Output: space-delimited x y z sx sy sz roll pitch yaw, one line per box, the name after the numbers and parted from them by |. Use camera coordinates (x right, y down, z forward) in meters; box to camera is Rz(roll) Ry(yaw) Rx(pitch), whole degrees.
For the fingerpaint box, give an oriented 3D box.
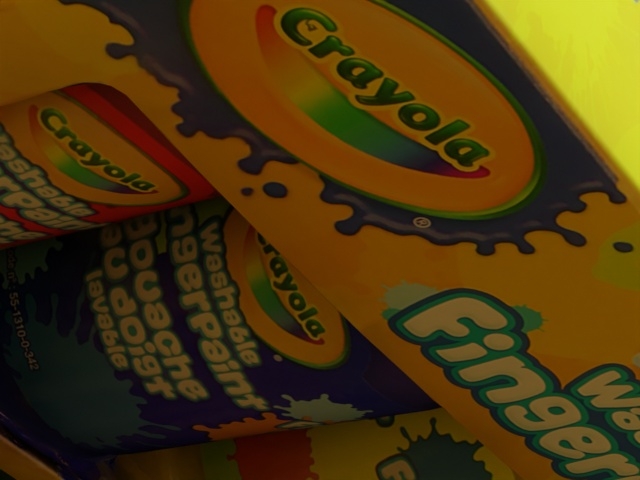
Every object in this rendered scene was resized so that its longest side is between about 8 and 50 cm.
0.000 0.000 0.719 0.445 0.371 0.163 44 46 -41 | fingerpaint box
